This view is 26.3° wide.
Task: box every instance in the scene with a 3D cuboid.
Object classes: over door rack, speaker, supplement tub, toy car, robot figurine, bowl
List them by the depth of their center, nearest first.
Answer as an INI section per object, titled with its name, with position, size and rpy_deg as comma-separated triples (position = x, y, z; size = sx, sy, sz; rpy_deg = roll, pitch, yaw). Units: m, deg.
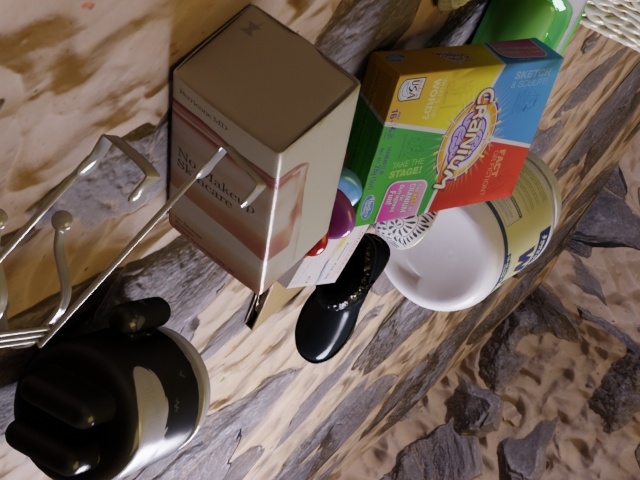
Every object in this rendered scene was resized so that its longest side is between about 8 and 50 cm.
[over door rack]
position = -0.237, -0.005, 1.214
size = 0.324, 0.108, 0.239
rpy_deg = -33, 170, 19
[robot figurine]
position = -0.244, 0.186, 1.584
size = 0.209, 0.174, 0.278
rpy_deg = -31, 173, 23
[toy car]
position = -0.020, -0.048, 1.724
size = 0.182, 0.136, 0.159
rpy_deg = -38, 160, -38
[speaker]
position = 0.304, -0.315, 2.040
size = 0.131, 0.131, 0.296
rpy_deg = -37, 160, -41
[bowl]
position = 0.114, -0.077, 2.091
size = 0.080, 0.170, 0.170
rpy_deg = 19, 118, -27
[supplement tub]
position = 0.267, -0.033, 2.387
size = 0.325, 0.235, 0.235
rpy_deg = -29, 154, -53

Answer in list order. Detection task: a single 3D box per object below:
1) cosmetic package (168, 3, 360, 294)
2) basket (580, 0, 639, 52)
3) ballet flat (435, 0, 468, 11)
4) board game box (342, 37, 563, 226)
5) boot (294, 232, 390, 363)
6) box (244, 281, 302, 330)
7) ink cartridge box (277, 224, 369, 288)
[cosmetic package]
position = -0.069, -0.088, 1.471
size = 0.129, 0.153, 0.296
rpy_deg = -44, 162, -27
[basket]
position = 0.592, -0.448, 2.054
size = 0.328, 0.331, 0.266
rpy_deg = -62, 175, -33
[ballet flat]
position = 0.185, -0.339, 1.787
size = 0.057, 0.052, 0.168
rpy_deg = -47, 165, -15
[board game box]
position = 0.175, -0.155, 1.909
size = 0.316, 0.064, 0.242
rpy_deg = -12, 131, -37
[boot]
position = 0.020, 0.092, 2.159
size = 0.246, 0.094, 0.207
rpy_deg = -58, 170, 7
[box]
position = -0.030, 0.038, 2.111
size = 0.201, 0.021, 0.164
rpy_deg = -40, 164, -37
[ink cartridge box]
position = 0.000, 0.000, 1.949
size = 0.115, 0.067, 0.198
rpy_deg = -59, 160, 16
